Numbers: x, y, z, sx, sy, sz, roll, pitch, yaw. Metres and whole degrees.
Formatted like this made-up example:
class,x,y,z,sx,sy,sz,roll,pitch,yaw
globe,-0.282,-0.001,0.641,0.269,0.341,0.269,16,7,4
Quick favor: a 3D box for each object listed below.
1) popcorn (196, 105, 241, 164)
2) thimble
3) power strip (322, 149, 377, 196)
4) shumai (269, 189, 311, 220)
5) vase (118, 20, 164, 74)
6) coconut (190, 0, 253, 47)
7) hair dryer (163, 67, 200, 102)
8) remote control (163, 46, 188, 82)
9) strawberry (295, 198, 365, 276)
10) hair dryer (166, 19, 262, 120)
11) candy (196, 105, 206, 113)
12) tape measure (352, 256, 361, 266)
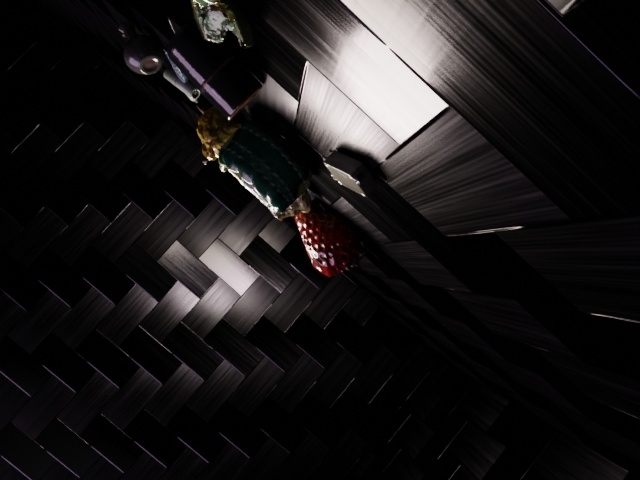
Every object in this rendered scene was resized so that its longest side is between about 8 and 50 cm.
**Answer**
class,x,y,z,sx,sy,sz,roll,pitch,yaw
popcorn,-0.321,-0.353,1.506,0.140,0.163,0.194,76,-178,-47
thimble,-0.167,-0.216,1.336,0.288,0.167,0.254,36,172,36
power strip,0.051,-0.152,0.997,0.175,0.042,0.075,37,173,49
shumai,-0.130,-0.153,1.573,0.201,0.120,0.201,41,154,25
vase,-0.556,-0.593,1.410,0.183,0.120,0.120,54,179,20
coconut,-0.162,-0.365,0.749,0.158,0.055,0.133,36,171,33
hair dryer,-0.455,-0.519,1.639,0.155,0.044,0.183,40,179,20
remote control,-0.444,-0.541,1.431,0.043,0.027,0.152,47,173,8
strawberry,0.013,0.005,1.632,0.253,0.150,0.280,-3,118,55
hair dryer,-0.245,-0.375,1.078,0.189,0.107,0.352,45,179,-15
candy,-0.340,-0.395,1.669,0.292,0.059,0.086,41,175,14
tape measure,0.065,0.016,1.858,0.200,0.106,0.175,40,-174,19
